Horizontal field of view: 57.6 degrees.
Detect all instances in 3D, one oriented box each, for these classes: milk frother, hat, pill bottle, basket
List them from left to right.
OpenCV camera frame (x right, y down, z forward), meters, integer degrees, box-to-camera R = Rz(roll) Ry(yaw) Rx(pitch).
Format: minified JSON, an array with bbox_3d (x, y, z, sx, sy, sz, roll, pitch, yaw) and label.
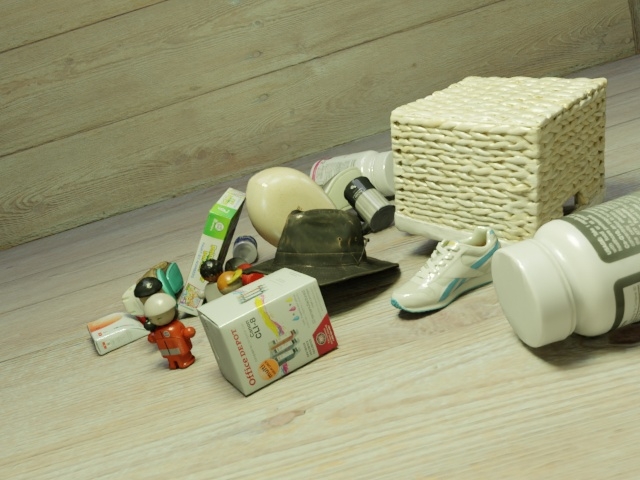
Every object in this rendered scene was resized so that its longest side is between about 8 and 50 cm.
[{"bbox_3d":[-0.208,0.021,1.614,0.067,0.067,0.120,-18,16,-1],"label":"pill bottle"},{"bbox_3d":[0.000,0.000,1.181,0.331,0.134,0.331,0,7,0],"label":"hat"},{"bbox_3d":[0.119,-0.196,1.836,0.283,0.160,0.160,-4,21,39],"label":"pill bottle"},{"bbox_3d":[0.141,-0.079,1.549,0.143,0.129,0.134,6,36,-41],"label":"milk frother"},{"bbox_3d":[0.353,-0.163,1.163,0.331,0.266,0.328,15,35,42],"label":"basket"},{"bbox_3d":[0.386,0.030,0.771,0.283,0.161,0.161,-18,16,-4],"label":"pill bottle"}]

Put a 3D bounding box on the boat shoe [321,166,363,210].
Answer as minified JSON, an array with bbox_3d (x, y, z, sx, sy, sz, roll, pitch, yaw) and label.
[{"bbox_3d":[0.021,-0.106,1.654,0.091,0.109,0.305,-8,34,46],"label":"boat shoe"}]

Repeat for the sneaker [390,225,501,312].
[{"bbox_3d":[0.215,0.051,1.012,0.229,0.092,0.087,-24,19,-20],"label":"sneaker"}]

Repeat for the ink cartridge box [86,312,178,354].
[{"bbox_3d":[-0.432,0.187,1.329,0.179,0.045,0.145,-26,18,-23],"label":"ink cartridge box"}]

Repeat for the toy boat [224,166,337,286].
[{"bbox_3d":[-0.115,-0.022,1.417,0.318,0.267,0.148,-55,31,-12],"label":"toy boat"}]

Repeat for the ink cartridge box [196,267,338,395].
[{"bbox_3d":[-0.089,0.143,0.954,0.176,0.128,0.127,-25,17,-22],"label":"ink cartridge box"}]

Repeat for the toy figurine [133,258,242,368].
[{"bbox_3d":[-0.246,0.127,1.138,0.210,0.148,0.213,-23,16,-18],"label":"toy figurine"}]

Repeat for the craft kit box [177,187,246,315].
[{"bbox_3d":[-0.252,0.018,1.381,0.061,0.246,0.250,17,17,-4],"label":"craft kit box"}]

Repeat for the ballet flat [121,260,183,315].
[{"bbox_3d":[-0.403,0.120,1.388,0.124,0.116,0.342,-24,11,-7],"label":"ballet flat"}]
